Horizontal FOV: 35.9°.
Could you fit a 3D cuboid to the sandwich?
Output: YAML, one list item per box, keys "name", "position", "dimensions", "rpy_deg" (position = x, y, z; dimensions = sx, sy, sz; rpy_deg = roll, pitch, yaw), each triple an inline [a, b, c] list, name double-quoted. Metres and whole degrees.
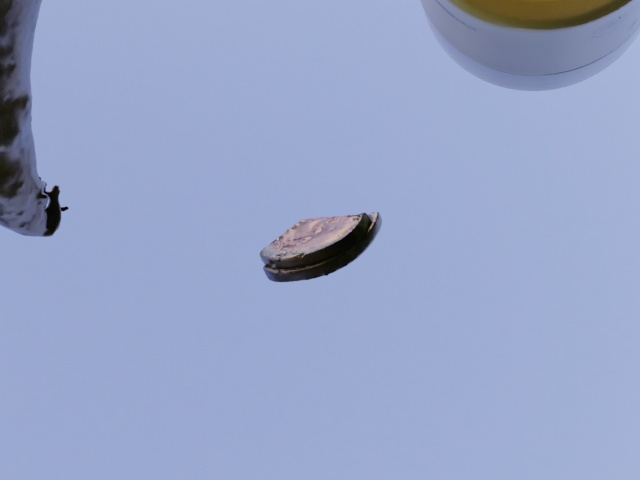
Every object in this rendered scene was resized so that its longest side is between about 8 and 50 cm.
- name: "sandwich"
  position: [-0.003, 0.003, 0.814]
  dimensions: [0.026, 0.101, 0.069]
  rpy_deg: [63, -148, -32]

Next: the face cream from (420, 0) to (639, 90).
- name: "face cream"
  position: [0.184, -0.253, 0.832]
  dimensions: [0.218, 0.179, 0.218]
  rpy_deg: [-1, -97, 10]

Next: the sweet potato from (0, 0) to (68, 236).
- name: "sweet potato"
  position: [-0.181, -0.186, 0.518]
  dimensions: [0.130, 0.130, 0.423]
  rpy_deg: [-2, -63, -24]
